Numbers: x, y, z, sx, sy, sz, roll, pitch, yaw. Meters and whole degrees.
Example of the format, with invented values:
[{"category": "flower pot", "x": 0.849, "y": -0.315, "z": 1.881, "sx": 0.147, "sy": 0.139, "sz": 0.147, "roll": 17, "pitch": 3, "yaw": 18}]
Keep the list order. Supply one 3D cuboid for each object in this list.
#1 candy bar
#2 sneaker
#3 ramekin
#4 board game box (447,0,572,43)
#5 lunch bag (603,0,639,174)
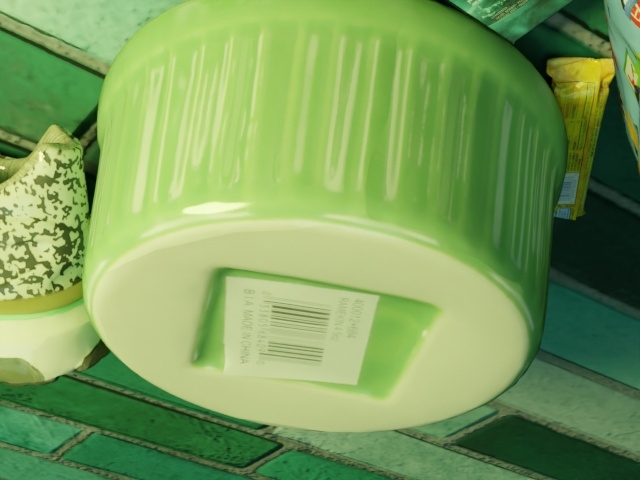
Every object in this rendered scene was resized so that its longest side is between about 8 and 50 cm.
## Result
[{"category": "candy bar", "x": 0.160, "y": -0.061, "z": 0.743, "sx": 0.040, "sy": 0.018, "sz": 0.161, "roll": 2, "pitch": 147, "yaw": 7}, {"category": "sneaker", "x": -0.327, "y": -0.034, "z": 0.756, "sx": 0.410, "sy": 0.158, "sz": 0.182, "roll": 7, "pitch": 115, "yaw": -3}, {"category": "ramekin", "x": 0.000, "y": 0.000, "z": 0.710, "sx": 0.303, "sy": 0.148, "sz": 0.303, "roll": 5, "pitch": 147, "yaw": 3}, {"category": "board game box", "x": 0.118, "y": -0.179, "z": 0.558, "sx": 0.126, "sy": 0.026, "sz": 0.186, "roll": 26, "pitch": 140, "yaw": -31}, {"category": "lunch bag", "x": 0.300, "y": -0.092, "z": 0.564, "sx": 0.293, "sy": 0.138, "sz": 0.221, "roll": -12, "pitch": 155, "yaw": 14}]
